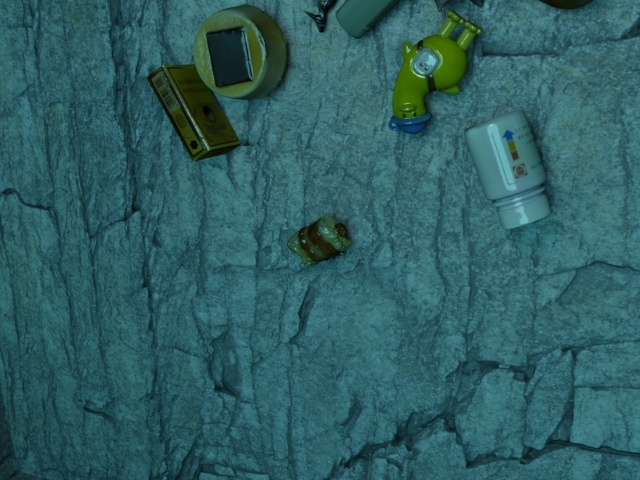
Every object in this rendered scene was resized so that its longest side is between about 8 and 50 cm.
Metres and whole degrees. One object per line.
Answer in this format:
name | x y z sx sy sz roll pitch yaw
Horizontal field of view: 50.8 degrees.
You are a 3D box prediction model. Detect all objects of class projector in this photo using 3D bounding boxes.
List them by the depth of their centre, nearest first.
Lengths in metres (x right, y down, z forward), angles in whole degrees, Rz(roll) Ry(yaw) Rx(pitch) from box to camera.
projector | 0.186 -0.691 1.815 0.337 0.108 0.108 -37 87 38

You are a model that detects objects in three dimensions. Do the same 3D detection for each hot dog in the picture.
hot dog | 0.000 0.000 2.129 0.213 0.103 0.146 -20 116 37

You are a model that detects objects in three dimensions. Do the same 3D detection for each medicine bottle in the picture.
medicine bottle | 0.505 -0.188 1.796 0.170 0.170 0.293 -18 95 28

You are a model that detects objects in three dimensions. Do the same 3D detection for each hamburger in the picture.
hamburger | -0.241 -0.569 2.044 0.302 0.170 0.302 6 109 19

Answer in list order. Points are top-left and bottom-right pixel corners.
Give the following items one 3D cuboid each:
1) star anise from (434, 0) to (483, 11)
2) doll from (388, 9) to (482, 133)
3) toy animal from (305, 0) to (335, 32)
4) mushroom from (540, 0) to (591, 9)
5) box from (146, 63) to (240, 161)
star anise | 0.375 -0.710 1.714 0.110 0.198 0.257 43 133 33
doll | 0.288 -0.450 1.843 0.199 0.145 0.363 34 121 0
toy animal | 0.020 -0.703 1.944 0.105 0.070 0.202 16 107 0
mushroom | 0.563 -0.685 1.630 0.278 0.146 0.278 24 148 17
box | -0.398 -0.410 2.145 0.084 0.193 0.301 -28 91 29
